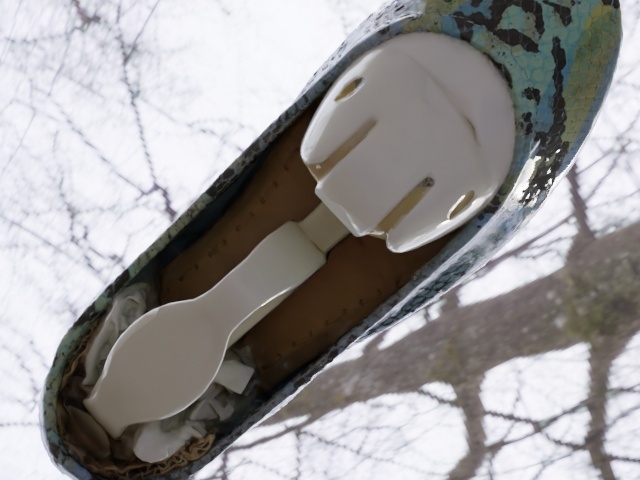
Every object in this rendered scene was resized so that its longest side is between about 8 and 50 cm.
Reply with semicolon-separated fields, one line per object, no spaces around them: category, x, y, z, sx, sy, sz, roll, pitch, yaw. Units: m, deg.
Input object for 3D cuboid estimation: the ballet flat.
ballet flat;0.000;0.000;0.379;0.070;0.070;0.188;43;-74;-3
